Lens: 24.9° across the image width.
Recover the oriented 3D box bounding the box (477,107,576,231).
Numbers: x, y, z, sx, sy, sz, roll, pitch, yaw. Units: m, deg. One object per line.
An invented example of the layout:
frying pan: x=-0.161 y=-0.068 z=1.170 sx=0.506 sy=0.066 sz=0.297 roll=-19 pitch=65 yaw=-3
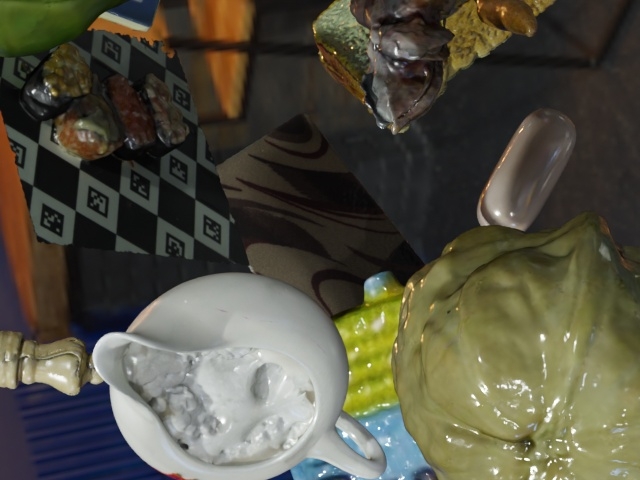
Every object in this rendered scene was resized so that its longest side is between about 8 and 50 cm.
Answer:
box: x=0.295 y=-0.095 z=2.083 sx=0.200 sy=0.088 sz=0.146 roll=-61 pitch=-7 yaw=-4

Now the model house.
model house: x=0.078 y=0.199 z=1.750 sx=0.215 sy=0.237 sz=0.303 roll=-20 pitch=-92 yaw=-63

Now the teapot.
teapot: x=-0.048 y=0.088 z=0.894 sx=0.145 sy=0.226 sz=0.092 roll=-52 pitch=30 yaw=20

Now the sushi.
sushi: x=-0.181 y=-0.110 z=1.403 sx=0.050 sy=0.290 sz=0.264 roll=-29 pitch=70 yaw=31

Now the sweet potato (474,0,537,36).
sweet potato: x=0.185 y=-0.241 z=1.512 sx=0.179 sy=0.044 sz=0.044 roll=-128 pitch=32 yaw=-58

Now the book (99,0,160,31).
book: x=-0.376 y=-0.475 z=1.851 sx=0.039 sy=0.427 sz=0.300 roll=166 pitch=122 yaw=-73

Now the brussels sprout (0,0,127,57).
brussels sprout: x=-0.269 y=-0.303 z=1.221 sx=0.314 sy=0.371 sz=0.276 roll=32 pitch=112 yaw=47

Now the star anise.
star anise: x=0.079 y=-0.212 z=1.473 sx=0.236 sy=0.093 sz=0.229 roll=-106 pitch=19 yaw=-55

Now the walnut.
walnut: x=0.201 y=0.110 z=1.203 sx=0.277 sy=0.282 sz=0.253 roll=-63 pitch=-45 yaw=-70

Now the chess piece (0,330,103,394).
chess piece: x=-0.265 y=0.098 z=1.215 sx=0.060 sy=0.171 sz=0.060 roll=-173 pitch=90 yaw=-84

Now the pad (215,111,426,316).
pad: x=0.000 y=0.000 z=1.959 sx=0.330 sy=0.220 sz=0.004 roll=52 pitch=152 yaw=5

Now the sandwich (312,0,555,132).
sandwich: x=0.128 y=-0.285 z=1.819 sx=0.095 sy=0.273 sz=0.249 roll=49 pitch=-178 yaw=-34
